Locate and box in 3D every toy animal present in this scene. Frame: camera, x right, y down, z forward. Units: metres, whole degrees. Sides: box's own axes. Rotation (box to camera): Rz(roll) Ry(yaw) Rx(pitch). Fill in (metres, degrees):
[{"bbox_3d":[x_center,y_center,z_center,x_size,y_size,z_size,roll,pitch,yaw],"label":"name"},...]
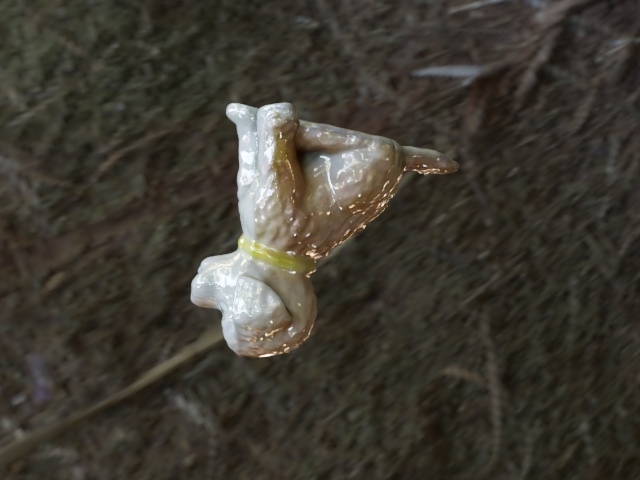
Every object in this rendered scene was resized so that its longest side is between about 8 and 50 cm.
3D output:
[{"bbox_3d":[0.005,0.005,1.480,0.104,0.184,0.185,-179,101,-68],"label":"toy animal"}]
